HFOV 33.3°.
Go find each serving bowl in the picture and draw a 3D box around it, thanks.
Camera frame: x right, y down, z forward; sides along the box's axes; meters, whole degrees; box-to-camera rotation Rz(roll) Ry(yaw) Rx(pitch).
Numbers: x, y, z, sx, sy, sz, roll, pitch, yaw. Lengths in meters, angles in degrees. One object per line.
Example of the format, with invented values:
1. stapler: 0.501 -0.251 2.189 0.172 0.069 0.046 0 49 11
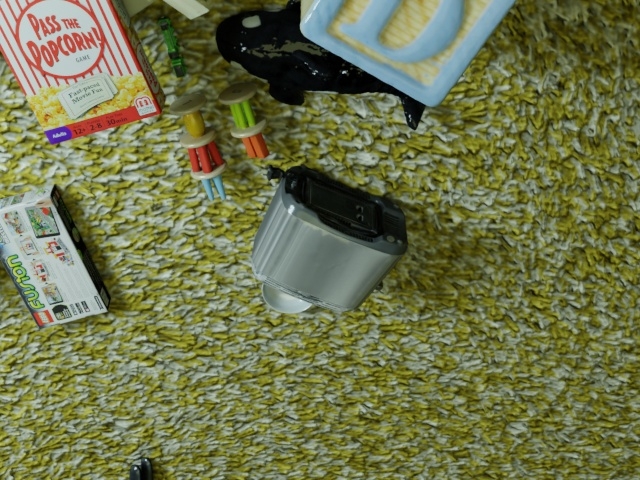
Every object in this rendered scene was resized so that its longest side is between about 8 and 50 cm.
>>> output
1. serving bowl: -0.044 0.067 1.576 0.083 0.027 0.083 0 122 0

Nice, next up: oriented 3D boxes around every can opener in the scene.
1. can opener: -0.298 0.442 1.796 0.073 0.059 0.186 14 114 22

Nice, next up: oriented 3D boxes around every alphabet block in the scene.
1. alphabet block: 0.100 -0.306 1.247 0.193 0.197 0.192 29 118 -17

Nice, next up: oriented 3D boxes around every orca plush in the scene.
1. orca plush: 0.005 -0.208 1.361 0.287 0.102 0.151 28 118 -17

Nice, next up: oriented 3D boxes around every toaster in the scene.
1. toaster: 0.000 0.000 1.478 0.227 0.129 0.146 21 122 -15

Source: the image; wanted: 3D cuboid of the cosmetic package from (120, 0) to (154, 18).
1. cosmetic package: -0.312 -0.388 1.230 0.153 0.129 0.296 -27 118 15

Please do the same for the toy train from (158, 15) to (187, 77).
1. toy train: -0.191 -0.248 1.380 0.017 0.024 0.083 -12 122 7

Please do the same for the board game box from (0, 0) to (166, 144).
1. board game box: -0.284 -0.218 1.234 0.147 0.045 0.193 -15 122 12

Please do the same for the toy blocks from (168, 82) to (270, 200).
1. toy blocks: -0.124 -0.127 1.437 0.123 0.054 0.148 -11 122 9

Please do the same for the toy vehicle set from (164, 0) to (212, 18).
1. toy vehicle set: -0.210 -0.385 1.171 0.035 0.166 0.267 -9 151 43

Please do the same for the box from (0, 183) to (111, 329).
1. box: -0.395 0.027 1.542 0.114 0.036 0.207 -14 121 8
